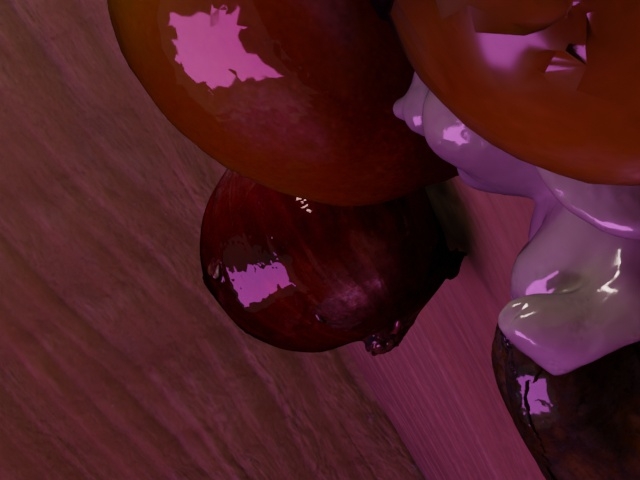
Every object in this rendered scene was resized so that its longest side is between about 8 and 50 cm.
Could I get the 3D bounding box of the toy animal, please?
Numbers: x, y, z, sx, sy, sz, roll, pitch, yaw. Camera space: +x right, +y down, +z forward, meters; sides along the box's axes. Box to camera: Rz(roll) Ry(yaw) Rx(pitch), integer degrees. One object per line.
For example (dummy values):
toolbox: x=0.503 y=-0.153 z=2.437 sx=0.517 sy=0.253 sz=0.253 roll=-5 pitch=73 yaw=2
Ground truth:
toy animal: x=0.169 y=-0.070 z=0.773 sx=0.265 sy=0.206 sz=0.272 roll=65 pitch=-165 yaw=6

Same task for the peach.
peach: x=-0.001 y=-0.176 z=0.926 sx=0.332 sy=0.308 sz=0.308 roll=45 pitch=171 yaw=-2

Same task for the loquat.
loquat: x=0.132 y=-0.140 z=0.533 sx=0.235 sy=0.235 sz=0.235 roll=53 pitch=171 yaw=13

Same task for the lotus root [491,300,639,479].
lotus root: x=0.265 y=0.157 z=1.148 sx=0.275 sy=0.160 sz=0.152 roll=60 pitch=-166 yaw=-23

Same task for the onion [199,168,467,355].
onion: x=-0.003 y=-0.007 z=1.494 sx=0.341 sy=0.341 sz=0.341 roll=53 pitch=171 yaw=13
